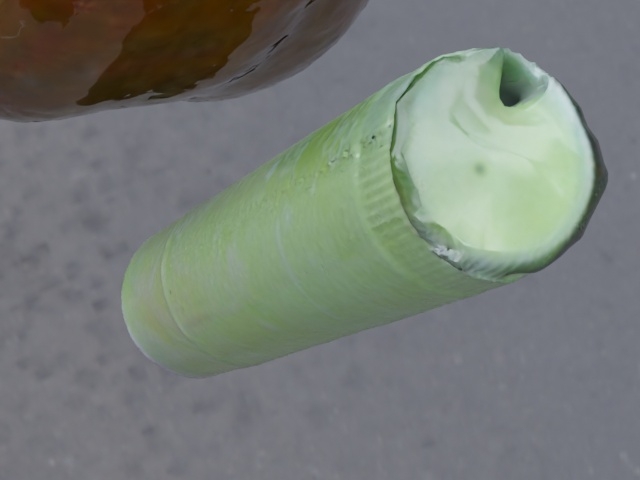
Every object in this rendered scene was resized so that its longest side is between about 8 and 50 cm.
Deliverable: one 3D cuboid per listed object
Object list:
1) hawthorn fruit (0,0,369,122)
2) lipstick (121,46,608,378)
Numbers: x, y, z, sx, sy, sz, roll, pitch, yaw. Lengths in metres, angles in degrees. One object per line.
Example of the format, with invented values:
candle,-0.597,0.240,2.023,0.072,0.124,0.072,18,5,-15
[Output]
hawthorn fruit,-0.066,-0.192,0.693,0.268,0.301,0.267,19,49,-23
lipstick,0.000,0.000,0.677,0.076,0.076,0.304,-39,6,-23
